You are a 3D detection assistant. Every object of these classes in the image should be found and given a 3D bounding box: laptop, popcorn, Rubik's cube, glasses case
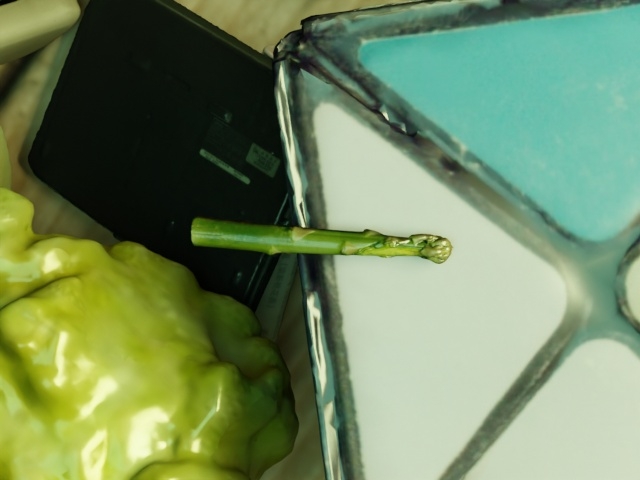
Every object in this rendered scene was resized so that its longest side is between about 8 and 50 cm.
[{"bbox_3d":[-0.091,-0.061,1.175,0.207,0.026,0.154,34,107,32],"label":"laptop"},{"bbox_3d":[-0.159,0.103,1.114,0.250,0.235,0.242,34,114,-7],"label":"popcorn"},{"bbox_3d":[0.156,0.009,1.036,0.305,0.307,0.310,-4,95,14],"label":"Rubik's cube"},{"bbox_3d":[-0.236,-0.124,1.161,0.083,0.196,0.050,-22,93,50],"label":"glasses case"}]

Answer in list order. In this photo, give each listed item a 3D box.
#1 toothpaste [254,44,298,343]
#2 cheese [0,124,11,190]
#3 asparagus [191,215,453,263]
[{"bbox_3d":[-0.057,0.037,1.210,0.100,0.066,0.323,24,105,15],"label":"toothpaste"},{"bbox_3d":[-0.285,-0.033,1.199,0.167,0.094,0.123,10,106,10],"label":"cheese"},{"bbox_3d":[0.000,0.000,0.906,0.127,0.018,0.015,5,121,11],"label":"asparagus"}]
